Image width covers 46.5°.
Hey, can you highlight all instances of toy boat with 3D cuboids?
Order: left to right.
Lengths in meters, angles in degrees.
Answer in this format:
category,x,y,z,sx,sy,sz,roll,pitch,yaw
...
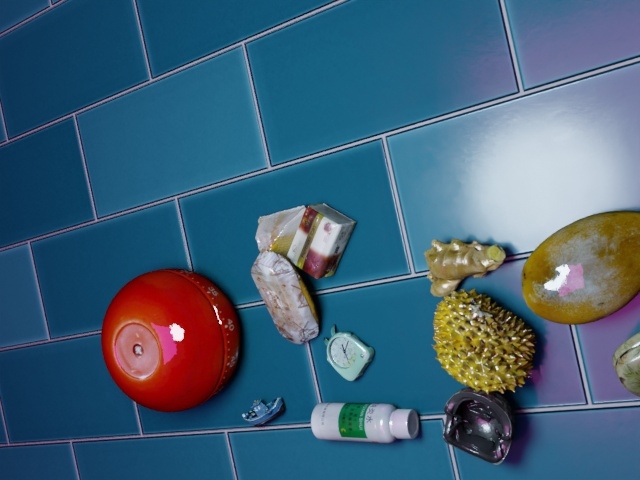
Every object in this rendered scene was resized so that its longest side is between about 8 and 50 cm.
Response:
category,x,y,z,sx,sy,sz,roll,pitch,yaw
toy boat,-0.155,0.448,1.967,0.137,0.060,0.061,-35,97,36

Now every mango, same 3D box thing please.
category,x,y,z,sx,sy,sz,roll,pitch,yaw
mango,0.541,0.048,1.446,0.316,0.146,0.193,-30,86,24

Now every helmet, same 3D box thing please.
category,x,y,z,sx,sy,sz,roll,pitch,yaw
helmet,0.355,0.384,1.614,0.153,0.107,0.177,20,120,28

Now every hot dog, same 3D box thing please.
category,x,y,z,sx,sy,sz,roll,pitch,yaw
hot dog,-0.080,0.142,1.829,0.144,0.075,0.268,7,127,36

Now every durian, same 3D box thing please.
category,x,y,z,sx,sy,sz,roll,pitch,yaw
durian,0.343,0.206,1.568,0.249,0.183,0.138,34,138,19

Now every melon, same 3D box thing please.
category,x,y,z,sx,sy,sz,roll,pitch,yaw
melon,-0.111,-0.020,1.869,0.139,0.093,0.203,40,111,30

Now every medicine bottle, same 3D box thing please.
category,x,y,z,sx,sy,sz,roll,pitch,yaw
medicine bottle,0.106,0.437,1.787,0.259,0.095,0.095,-5,93,31

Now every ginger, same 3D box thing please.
category,x,y,z,sx,sy,sz,roll,pitch,yaw
ginger,0.304,0.042,1.627,0.205,0.081,0.115,-31,66,37

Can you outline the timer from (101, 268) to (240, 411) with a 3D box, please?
category,x,y,z,sx,sy,sz,roll,pitch,yaw
timer,-0.398,0.263,1.970,0.377,0.279,0.378,3,96,28

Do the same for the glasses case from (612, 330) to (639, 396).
category,x,y,z,sx,sy,sz,roll,pitch,yaw
glasses case,0.730,0.154,1.340,0.425,0.156,0.098,-41,31,29

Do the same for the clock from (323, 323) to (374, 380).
category,x,y,z,sx,sy,sz,roll,pitch,yaw
clock,0.060,0.269,1.825,0.135,0.041,0.101,42,115,22

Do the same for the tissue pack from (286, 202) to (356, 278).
category,x,y,z,sx,sy,sz,roll,pitch,yaw
tissue pack,0.000,0.000,1.795,0.106,0.099,0.149,31,111,25
